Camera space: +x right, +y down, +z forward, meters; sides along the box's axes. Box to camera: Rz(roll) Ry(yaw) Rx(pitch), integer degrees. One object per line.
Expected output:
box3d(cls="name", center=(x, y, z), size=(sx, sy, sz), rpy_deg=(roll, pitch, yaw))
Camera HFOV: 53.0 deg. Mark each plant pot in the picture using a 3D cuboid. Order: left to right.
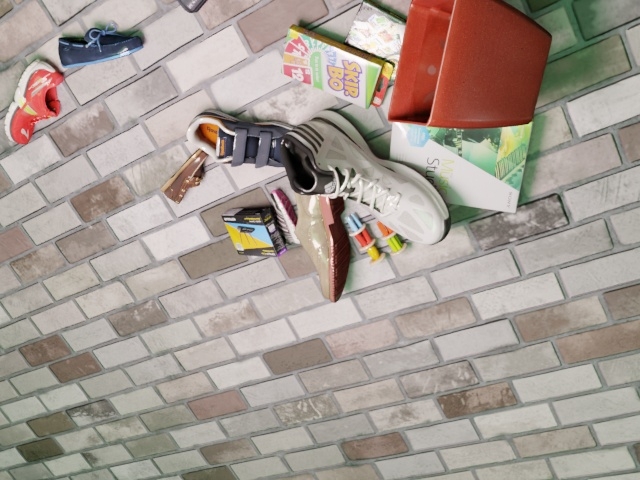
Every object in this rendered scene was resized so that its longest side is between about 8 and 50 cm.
box3d(cls="plant pot", center=(0.310, -0.352, 1.324), size=(0.235, 0.267, 0.267), rpy_deg=(9, 101, -14))

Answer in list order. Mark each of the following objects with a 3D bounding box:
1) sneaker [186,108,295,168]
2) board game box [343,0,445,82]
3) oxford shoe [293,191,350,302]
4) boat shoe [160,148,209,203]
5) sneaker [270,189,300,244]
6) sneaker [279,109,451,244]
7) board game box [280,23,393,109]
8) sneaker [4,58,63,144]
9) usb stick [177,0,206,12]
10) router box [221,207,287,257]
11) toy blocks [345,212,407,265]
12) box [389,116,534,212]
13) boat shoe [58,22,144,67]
box3d(cls="sneaker", center=(-0.190, -0.246, 1.647), size=(0.320, 0.127, 0.126), rpy_deg=(13, 119, 9))
box3d(cls="board game box", center=(0.186, -0.433, 1.478), size=(0.259, 0.030, 0.136), rpy_deg=(29, 120, 1))
box3d(cls="oxford shoe", center=(0.000, 0.000, 1.728), size=(0.130, 0.123, 0.349), rpy_deg=(2, 108, 22))
box3d(cls="boat shoe", center=(-0.360, -0.178, 1.772), size=(0.073, 0.073, 0.207), rpy_deg=(44, 129, -10))
box3d(cls="sneaker", center=(-0.108, -0.057, 1.756), size=(0.074, 0.063, 0.171), rpy_deg=(-17, 116, 19))
box3d(cls="sneaker", center=(0.081, -0.109, 1.500), size=(0.447, 0.257, 0.169), rpy_deg=(40, 130, 10))
box3d(cls="board game box", center=(0.035, -0.405, 1.520), size=(0.259, 0.039, 0.124), rpy_deg=(22, 137, 5))
box3d(cls="sneaker", center=(-0.794, -0.366, 1.795), size=(0.118, 0.107, 0.279), rpy_deg=(30, 125, -10))
box3d(cls="usb stick", center=(-0.239, -0.646, 1.492), size=(0.278, 0.045, 0.077), rpy_deg=(-37, 102, 31))
box3d(cls="router box", center=(-0.183, -0.022, 1.770), size=(0.178, 0.046, 0.133), rpy_deg=(2, 122, 47))
box3d(cls="toy blocks", center=(0.143, -0.020, 1.699), size=(0.123, 0.054, 0.148), rpy_deg=(-27, 106, 29))
box3d(cls="box", center=(0.326, -0.200, 1.539), size=(0.321, 0.058, 0.233), rpy_deg=(9, 120, 13))
box3d(cls="boat shoe", center=(-0.579, -0.502, 1.647), size=(0.258, 0.109, 0.089), rpy_deg=(-4, 112, 18))
